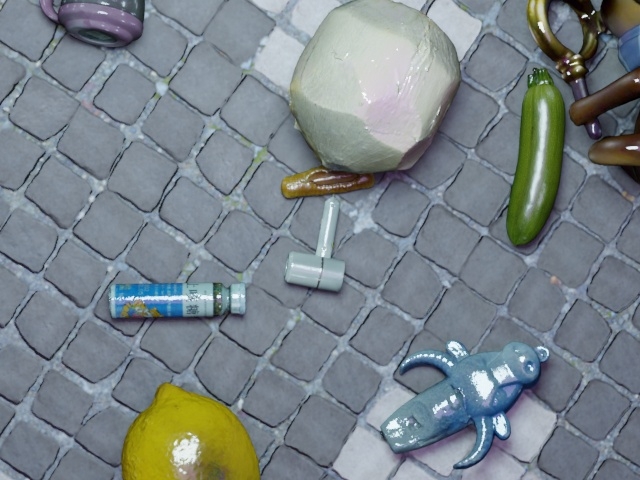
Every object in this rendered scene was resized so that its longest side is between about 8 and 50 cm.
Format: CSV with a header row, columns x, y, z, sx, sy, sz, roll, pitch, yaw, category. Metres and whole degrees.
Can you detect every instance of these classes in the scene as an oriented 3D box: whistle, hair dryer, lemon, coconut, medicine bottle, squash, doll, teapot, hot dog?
x,y,z,sx,sy,sz,roll,pitch,yaw,category
0.209,0.222,1.765,0.269,0.093,0.180,-30,71,-3,whistle
0.000,0.000,1.761,0.082,0.047,0.137,12,86,-5,hair dryer
-0.177,0.318,1.690,0.188,0.188,0.256,-17,92,-4,lemon
0.066,-0.199,1.668,0.227,0.227,0.230,29,83,-6,coconut
-0.202,0.084,1.742,0.191,0.051,0.051,-2,93,-5,medicine bottle
0.313,-0.118,1.771,0.069,0.069,0.258,8,92,-5,squash
0.462,-0.235,1.714,0.318,0.209,0.339,-6,92,-16,doll
-0.303,-0.346,1.699,0.116,0.148,0.146,17,78,-41,teapot
0.010,-0.087,1.765,0.137,0.028,0.044,-6,86,-3,hot dog
